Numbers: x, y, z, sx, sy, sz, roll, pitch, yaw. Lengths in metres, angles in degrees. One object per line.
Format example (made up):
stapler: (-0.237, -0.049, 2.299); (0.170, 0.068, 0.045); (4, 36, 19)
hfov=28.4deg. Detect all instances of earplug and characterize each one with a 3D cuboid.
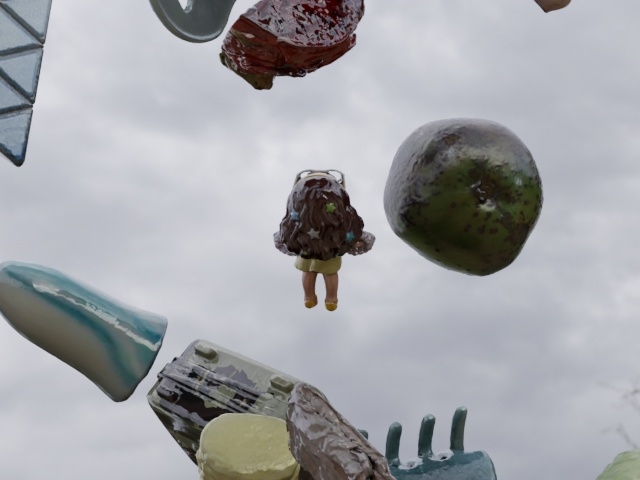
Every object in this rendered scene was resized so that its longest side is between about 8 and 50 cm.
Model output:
earplug: (-0.461, 0.141, 2.314); (0.324, 0.185, 0.185); (33, -49, -19)

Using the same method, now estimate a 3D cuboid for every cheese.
cheese: (-0.086, 0.280, 1.532); (0.123, 0.094, 0.167); (12, -35, 6)

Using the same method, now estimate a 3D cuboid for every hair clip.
hair clip: (0.139, 0.415, 1.904); (0.318, 0.238, 0.392); (-12, -49, -24)

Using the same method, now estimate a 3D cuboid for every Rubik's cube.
Rubik's cube: (-0.551, -0.261, 1.999); (0.228, 0.233, 0.229); (1, -66, 9)

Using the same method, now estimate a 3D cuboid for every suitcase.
suitcase: (-0.096, 0.337, 2.182); (0.194, 0.351, 0.339); (-51, -44, -23)

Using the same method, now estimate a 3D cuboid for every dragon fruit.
dragon fruit: (-0.040, -0.328, 2.056); (0.317, 0.152, 0.205); (-48, 6, -40)

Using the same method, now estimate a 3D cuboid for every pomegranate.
pomegranate: (0.243, -0.079, 2.236); (0.285, 0.285, 0.340); (-16, 0, -8)

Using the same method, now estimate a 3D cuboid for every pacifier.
pacifier: (-0.095, -0.366, 1.480); (0.207, 0.279, 0.227); (11, -40, 29)

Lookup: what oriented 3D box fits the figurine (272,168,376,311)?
figurine: (0.000, -0.001, 2.071); (0.174, 0.116, 0.240); (3, -53, 7)

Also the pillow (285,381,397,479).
pillow: (0.047, 0.263, 1.297); (0.049, 0.248, 0.135); (-34, -27, -25)

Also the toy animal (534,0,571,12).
toy animal: (0.264, -0.333, 1.256); (0.212, 0.124, 0.124); (-37, -30, 18)

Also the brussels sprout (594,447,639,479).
brussels sprout: (0.330, 0.265, 1.161); (0.149, 0.152, 0.122); (-40, 12, -29)
